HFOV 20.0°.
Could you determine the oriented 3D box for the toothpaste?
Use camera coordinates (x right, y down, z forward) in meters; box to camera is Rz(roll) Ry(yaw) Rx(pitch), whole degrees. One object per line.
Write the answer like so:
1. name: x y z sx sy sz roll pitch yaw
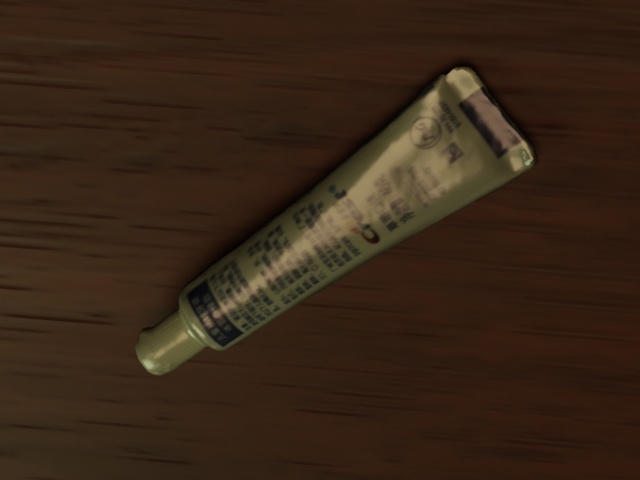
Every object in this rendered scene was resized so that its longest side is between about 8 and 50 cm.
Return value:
1. toothpaste: 0.000 0.000 0.865 0.216 0.037 0.062 -35 107 15
